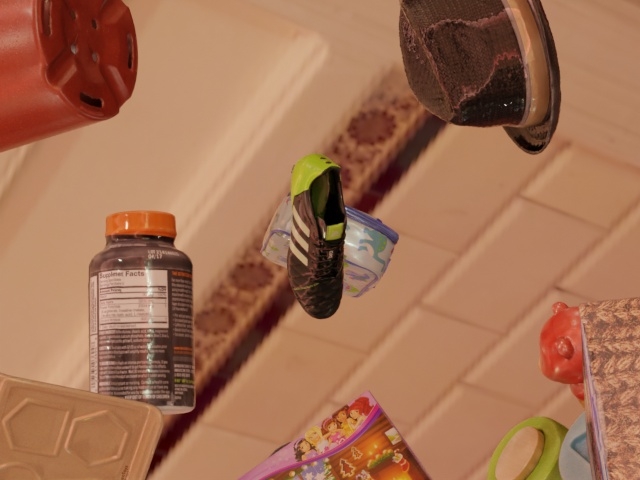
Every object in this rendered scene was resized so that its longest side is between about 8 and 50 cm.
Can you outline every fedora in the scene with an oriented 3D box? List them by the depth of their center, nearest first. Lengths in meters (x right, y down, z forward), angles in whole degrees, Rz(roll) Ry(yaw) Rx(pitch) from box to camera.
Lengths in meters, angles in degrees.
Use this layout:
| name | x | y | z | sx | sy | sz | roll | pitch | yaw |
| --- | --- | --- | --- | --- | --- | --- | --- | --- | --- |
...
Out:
| name | x | y | z | sx | sy | sz | roll | pitch | yaw |
| --- | --- | --- | --- | --- | --- | --- | --- | --- | --- |
| fedora | 0.199 | -0.258 | 2.065 | 0.334 | 0.152 | 0.334 | 164 | 90 | -80 |

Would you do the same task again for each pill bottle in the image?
| name | x | y | z | sx | sy | sz | roll | pitch | yaw |
| --- | --- | --- | --- | --- | --- | --- | --- | --- | --- |
| pill bottle | -0.219 | 0.089 | 1.844 | 0.130 | 0.130 | 0.246 | -17 | 72 | 58 |

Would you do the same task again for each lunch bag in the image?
| name | x | y | z | sx | sy | sz | roll | pitch | yaw |
| --- | --- | --- | --- | --- | --- | --- | --- | --- | --- |
| lunch bag | 0.012 | 0.006 | 2.112 | 0.219 | 0.176 | 0.090 | 125 | 170 | -77 |

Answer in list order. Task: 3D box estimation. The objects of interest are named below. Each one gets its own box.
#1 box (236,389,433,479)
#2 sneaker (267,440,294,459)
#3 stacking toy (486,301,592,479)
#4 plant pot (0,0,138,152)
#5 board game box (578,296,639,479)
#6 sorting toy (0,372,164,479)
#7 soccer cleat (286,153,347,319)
| name | x | y | z | sx | sy | sz | roll | pitch | yaw |
| --- | --- | --- | --- | --- | --- | --- | --- | --- | --- |
| box | -0.016 | 0.315 | 1.566 | 0.293 | 0.057 | 0.201 | -35 | 48 | -3 |
| sneaker | -0.040 | 0.399 | 1.964 | 0.131 | 0.112 | 0.319 | -46 | -35 | -74 |
| stacking toy | 0.286 | 0.239 | 1.810 | 0.279 | 0.130 | 0.309 | -43 | 26 | 19 |
| plant pot | -0.380 | -0.221 | 1.794 | 0.265 | 0.272 | 0.272 | -8 | 62 | 28 |
| board game box | 0.324 | 0.218 | 1.374 | 0.291 | 0.141 | 0.232 | 72 | -167 | -57 |
| sorting toy | -0.306 | 0.253 | 1.748 | 0.038 | 0.208 | 0.193 | -109 | 37 | -67 |
| soccer cleat | 0.000 | 0.000 | 1.559 | 0.072 | 0.060 | 0.179 | -154 | 58 | -63 |
